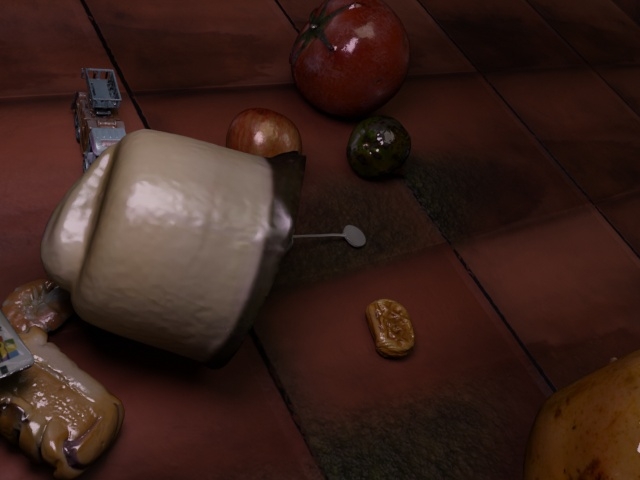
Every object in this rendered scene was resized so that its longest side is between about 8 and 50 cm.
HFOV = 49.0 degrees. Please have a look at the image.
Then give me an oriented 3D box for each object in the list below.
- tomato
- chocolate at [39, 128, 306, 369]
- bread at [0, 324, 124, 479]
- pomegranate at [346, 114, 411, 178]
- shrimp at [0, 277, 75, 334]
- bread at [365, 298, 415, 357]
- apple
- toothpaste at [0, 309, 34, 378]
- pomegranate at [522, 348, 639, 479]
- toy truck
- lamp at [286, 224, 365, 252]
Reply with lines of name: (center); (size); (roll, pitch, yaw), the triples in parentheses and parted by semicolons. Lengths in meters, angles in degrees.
tomato: (0.070, -0.393, 1.523); (0.265, 0.265, 0.264); (13, 47, -15)
chocolate: (-0.211, -0.016, 0.988); (0.297, 0.314, 0.326); (27, 46, -15)
bread: (-0.365, 0.205, 0.908); (0.225, 0.081, 0.134); (36, 41, 11)
pomegranate: (0.131, -0.180, 1.463); (0.163, 0.138, 0.125); (48, 28, -25)
shrimp: (-0.384, 0.078, 1.037); (0.091, 0.043, 0.184); (40, 47, 16)
bread: (0.122, 0.152, 1.216); (0.083, 0.044, 0.110); (5, 51, -27)
apple: (-0.106, -0.172, 1.323); (0.146, 0.146, 0.130); (17, 74, -12)
toothpaste: (-0.437, 0.109, 0.916); (0.067, 0.037, 0.255); (-16, 31, -30)
pomegranate: (0.494, 0.343, 0.988); (0.417, 0.416, 0.416); (13, 47, -15)
toy truck: (-0.381, -0.200, 1.233); (0.080, 0.115, 0.177); (-4, 55, -29)
lamp: (0.000, 0.000, 1.306); (0.198, 0.056, 0.050); (1, 49, -39)
